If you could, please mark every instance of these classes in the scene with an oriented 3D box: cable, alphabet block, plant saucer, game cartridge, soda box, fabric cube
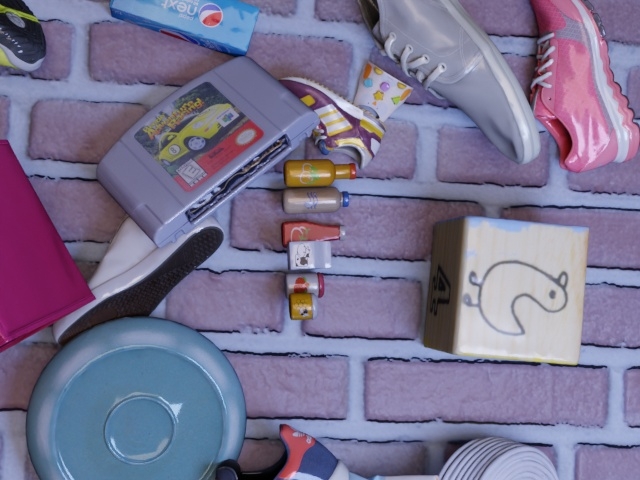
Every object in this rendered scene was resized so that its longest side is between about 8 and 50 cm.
[{"bbox_3d":[0.256,0.416,1.584,0.257,0.089,0.257,20,79,-43],"label":"cable"},{"bbox_3d":[0.268,0.073,1.605,0.192,0.193,0.197,5,87,-6],"label":"alphabet block"},{"bbox_3d":[-0.259,0.268,1.567,0.318,0.044,0.317,-1,96,-14],"label":"plant saucer"},{"bbox_3d":[-0.170,-0.138,1.571,0.294,0.060,0.196,-40,52,-11],"label":"game cartridge"},{"bbox_3d":[-0.201,-0.338,1.620,0.210,0.067,0.071,17,86,-7],"label":"soda box"},{"bbox_3d":[-0.501,0.044,1.430,0.259,0.254,0.258,-29,91,16],"label":"fabric cube"}]

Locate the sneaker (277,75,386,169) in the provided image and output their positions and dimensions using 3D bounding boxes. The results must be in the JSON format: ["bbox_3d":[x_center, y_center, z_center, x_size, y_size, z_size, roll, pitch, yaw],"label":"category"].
[{"bbox_3d":[0.005,-0.177,1.640,0.185,0.069,0.084,26,79,-5],"label":"sneaker"}]

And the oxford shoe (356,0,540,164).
[{"bbox_3d":[0.164,-0.286,1.622,0.130,0.169,0.449,-35,85,-11],"label":"oxford shoe"}]

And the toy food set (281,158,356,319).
[{"bbox_3d":[0.000,0.000,1.610,0.105,0.111,0.232,-2,85,-8],"label":"toy food set"}]

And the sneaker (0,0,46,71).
[{"bbox_3d":[-0.575,-0.332,1.553,0.385,0.145,0.147,27,115,-8],"label":"sneaker"}]

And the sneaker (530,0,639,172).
[{"bbox_3d":[0.374,-0.249,1.673,0.136,0.116,0.313,-23,91,-7],"label":"sneaker"}]

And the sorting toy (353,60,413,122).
[{"bbox_3d":[0.089,-0.221,1.675,0.083,0.045,0.075,30,103,-6],"label":"sorting toy"}]

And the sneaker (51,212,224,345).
[{"bbox_3d":[-0.279,0.038,1.593,0.290,0.106,0.123,-38,58,0],"label":"sneaker"}]

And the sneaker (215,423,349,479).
[{"bbox_3d":[-0.127,0.405,1.560,0.350,0.131,0.148,-44,94,-5],"label":"sneaker"}]

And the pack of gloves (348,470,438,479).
[{"bbox_3d":[0.066,0.427,1.554,0.046,0.232,0.195,4,83,-48],"label":"pack of gloves"}]
